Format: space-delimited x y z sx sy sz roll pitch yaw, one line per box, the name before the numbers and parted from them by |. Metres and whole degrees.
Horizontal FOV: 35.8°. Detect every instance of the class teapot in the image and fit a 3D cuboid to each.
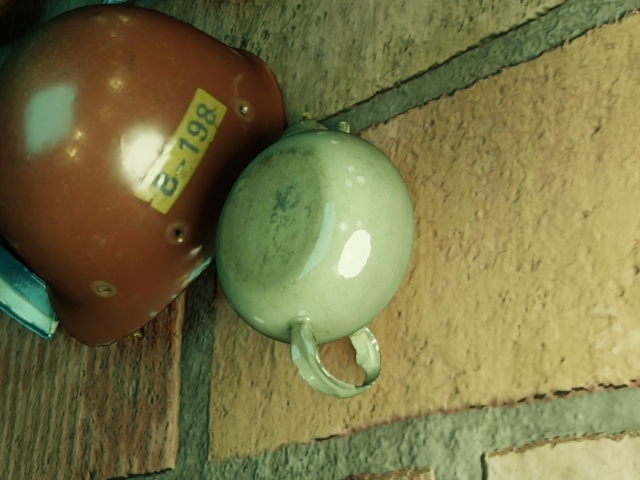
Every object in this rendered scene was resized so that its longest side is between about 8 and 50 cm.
teapot | 0.000 0.000 0.880 0.193 0.129 0.294 -29 56 34

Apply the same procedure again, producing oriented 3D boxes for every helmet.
helmet | -0.245 -0.108 1.066 0.337 0.230 0.385 18 74 45

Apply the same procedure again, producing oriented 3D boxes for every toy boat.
toy boat | -0.401 0.046 1.293 0.299 0.096 0.061 32 88 46

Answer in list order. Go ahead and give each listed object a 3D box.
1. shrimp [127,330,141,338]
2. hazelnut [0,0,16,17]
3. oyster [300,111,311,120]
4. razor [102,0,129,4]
shrimp | -0.252 0.031 1.191 0.133 0.053 0.236 -39 42 1
hazelnut | -0.605 -0.490 1.580 0.372 0.315 0.372 -51 1 1
oyster | -0.017 -0.080 1.013 0.080 0.038 0.083 -88 11 -56
razor | -0.317 -0.288 1.392 0.253 0.042 0.082 -52 3 14
